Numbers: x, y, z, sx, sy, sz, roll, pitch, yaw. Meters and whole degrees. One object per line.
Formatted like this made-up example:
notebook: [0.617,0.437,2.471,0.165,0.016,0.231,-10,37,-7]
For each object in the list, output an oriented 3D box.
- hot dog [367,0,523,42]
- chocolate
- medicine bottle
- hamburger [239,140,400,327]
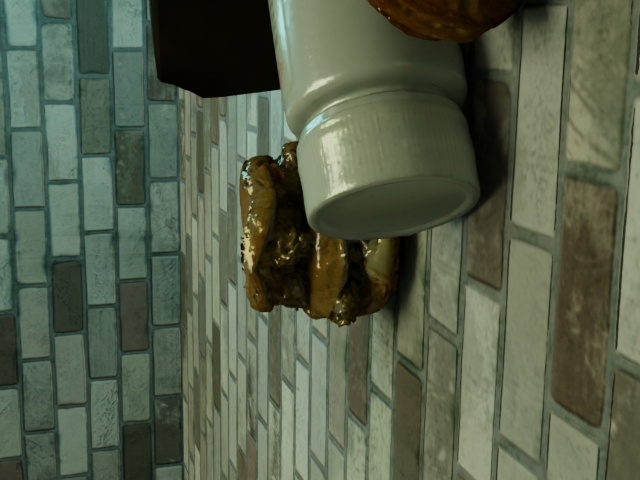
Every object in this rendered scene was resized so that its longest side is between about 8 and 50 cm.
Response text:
hot dog: [0.088,-0.320,0.940,0.122,0.196,0.272,-17,114,42]
chocolate: [-0.102,-0.408,1.398,0.314,0.326,0.297,94,160,-54]
medicine bottle: [0.055,-0.204,1.124,0.211,0.211,0.371,129,135,-65]
hamburger: [-0.009,0.005,1.357,0.245,0.211,0.260,96,168,-49]
